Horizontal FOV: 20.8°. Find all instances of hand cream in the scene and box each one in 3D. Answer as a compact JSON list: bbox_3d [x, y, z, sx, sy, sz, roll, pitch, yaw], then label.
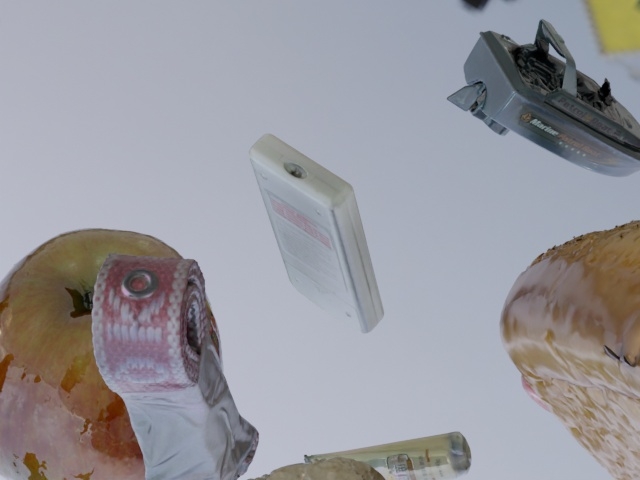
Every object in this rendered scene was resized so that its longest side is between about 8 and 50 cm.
[{"bbox_3d":[0.060,0.198,1.515,0.039,0.143,0.061,-87,-20,-65],"label":"hand cream"}]

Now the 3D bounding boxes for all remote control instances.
[{"bbox_3d":[0.000,0.000,1.282,0.087,0.029,0.190,34,158,29],"label":"remote control"}]

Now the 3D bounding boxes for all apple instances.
[{"bbox_3d":[-0.235,0.120,1.821,0.277,0.250,0.309,3,-160,-17],"label":"apple"}]

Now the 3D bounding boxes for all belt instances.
[{"bbox_3d":[-0.075,0.080,0.908,0.053,0.071,0.232,3,153,8],"label":"belt"}]

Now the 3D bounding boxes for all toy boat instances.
[{"bbox_3d":[0.233,-0.118,1.578,0.246,0.103,0.093,23,-149,-38],"label":"toy boat"}]

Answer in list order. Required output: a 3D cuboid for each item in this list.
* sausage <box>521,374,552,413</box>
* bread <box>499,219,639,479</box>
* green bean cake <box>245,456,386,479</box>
[{"bbox_3d":[0.280,0.151,1.597,0.074,0.074,0.274,17,-178,-40],"label":"sausage"},{"bbox_3d":[0.258,0.112,0.869,0.328,0.148,0.337,50,170,-7],"label":"bread"},{"bbox_3d":[-0.002,0.259,1.304,0.085,0.109,0.179,48,-145,-56],"label":"green bean cake"}]
